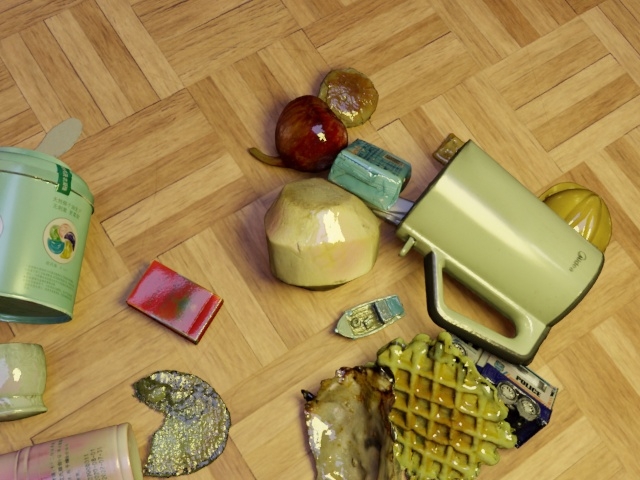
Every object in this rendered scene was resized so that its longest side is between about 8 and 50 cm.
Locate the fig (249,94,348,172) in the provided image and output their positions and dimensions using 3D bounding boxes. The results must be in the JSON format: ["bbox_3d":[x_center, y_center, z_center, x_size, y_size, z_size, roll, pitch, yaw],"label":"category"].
[{"bbox_3d":[-0.042,-0.217,1.590,0.207,0.175,0.175,-43,80,10],"label":"fig"}]

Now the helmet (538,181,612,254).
[{"bbox_3d":[0.587,-0.040,1.597,0.205,0.140,0.257,33,74,5],"label":"helmet"}]

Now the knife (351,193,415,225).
[{"bbox_3d":[0.195,-0.060,1.610,0.265,0.040,0.073,23,74,2],"label":"knife"}]

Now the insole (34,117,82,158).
[{"bbox_3d":[-0.618,-0.205,1.593,0.065,0.004,0.197,37,72,6],"label":"insole"}]

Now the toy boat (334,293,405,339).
[{"bbox_3d":[0.107,0.167,1.517,0.173,0.059,0.069,-20,75,-12],"label":"toy boat"}]

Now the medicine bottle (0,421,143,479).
[{"bbox_3d":[-0.475,0.447,1.316,0.254,0.152,0.152,-12,74,-9],"label":"medicine bottle"}]

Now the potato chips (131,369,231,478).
[{"bbox_3d":[-0.292,0.367,1.430,0.202,0.029,0.220,-24,79,-13],"label":"potato chips"}]

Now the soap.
[{"bbox_3d":[0.114,-0.149,1.520,0.156,0.293,0.077,29,109,5],"label":"soap"}]

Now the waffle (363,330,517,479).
[{"bbox_3d":[0.220,0.338,1.395,0.317,0.297,0.073,55,30,3],"label":"waffle"}]

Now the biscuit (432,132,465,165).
[{"bbox_3d":[0.324,-0.209,1.685,0.081,0.018,0.083,40,73,7],"label":"biscuit"}]

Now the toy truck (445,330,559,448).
[{"bbox_3d":[0.347,0.289,1.458,0.268,0.124,0.155,38,39,8],"label":"toy truck"}]

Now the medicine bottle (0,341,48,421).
[{"bbox_3d":[-0.610,0.280,1.359,0.147,0.147,0.143,-7,74,-8],"label":"medicine bottle"}]

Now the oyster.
[{"bbox_3d":[0.090,0.426,1.375,0.096,0.221,0.361,-1,76,-47],"label":"oyster"}]

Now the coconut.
[{"bbox_3d":[0.000,0.000,1.475,0.259,0.259,0.259,2,72,-5],"label":"coconut"}]

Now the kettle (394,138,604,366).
[{"bbox_3d":[0.346,0.036,1.446,0.376,0.250,0.361,38,66,2],"label":"kettle"}]

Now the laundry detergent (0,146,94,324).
[{"bbox_3d":[-0.609,-0.011,1.383,0.287,0.287,0.305,5,72,-4],"label":"laundry detergent"}]

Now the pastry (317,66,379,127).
[{"bbox_3d":[0.065,-0.340,1.668,0.153,0.081,0.153,3,68,-7],"label":"pastry"}]

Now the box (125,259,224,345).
[{"bbox_3d":[-0.309,0.131,1.491,0.175,0.048,0.112,30,70,5],"label":"box"}]
